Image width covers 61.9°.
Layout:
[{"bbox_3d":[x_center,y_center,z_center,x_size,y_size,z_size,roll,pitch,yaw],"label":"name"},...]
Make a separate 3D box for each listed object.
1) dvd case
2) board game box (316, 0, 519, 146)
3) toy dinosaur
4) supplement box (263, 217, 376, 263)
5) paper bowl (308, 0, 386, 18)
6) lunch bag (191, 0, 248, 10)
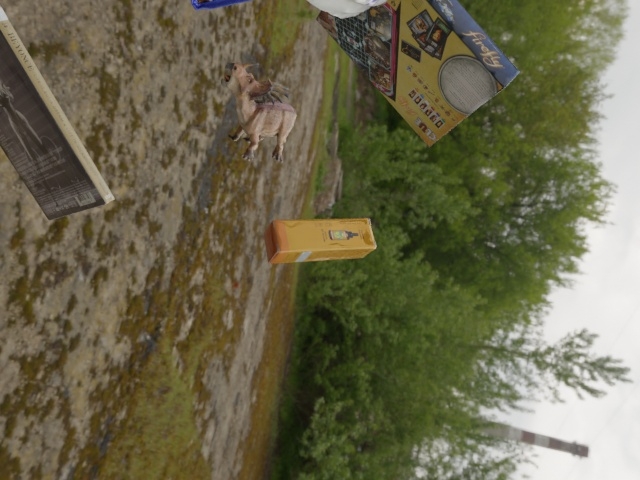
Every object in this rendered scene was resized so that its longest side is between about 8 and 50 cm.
[{"bbox_3d":[-0.329,-0.130,0.596,0.018,0.164,0.221,-43,115,-40],"label":"dvd case"},{"bbox_3d":[0.115,-0.256,0.693,0.042,0.243,0.165,-43,-177,-26],"label":"board game box"},{"bbox_3d":[-0.123,-0.306,1.297,0.200,0.127,0.295,-58,158,19],"label":"toy dinosaur"},{"bbox_3d":[0.000,0.000,1.161,0.080,0.233,0.078,130,-47,-59],"label":"supplement box"},{"bbox_3d":[-0.022,-0.267,0.287,0.284,0.148,0.285,33,50,-49],"label":"paper bowl"},{"bbox_3d":[-0.096,-0.682,1.112,0.239,0.384,0.328,77,9,-51],"label":"lunch bag"}]
